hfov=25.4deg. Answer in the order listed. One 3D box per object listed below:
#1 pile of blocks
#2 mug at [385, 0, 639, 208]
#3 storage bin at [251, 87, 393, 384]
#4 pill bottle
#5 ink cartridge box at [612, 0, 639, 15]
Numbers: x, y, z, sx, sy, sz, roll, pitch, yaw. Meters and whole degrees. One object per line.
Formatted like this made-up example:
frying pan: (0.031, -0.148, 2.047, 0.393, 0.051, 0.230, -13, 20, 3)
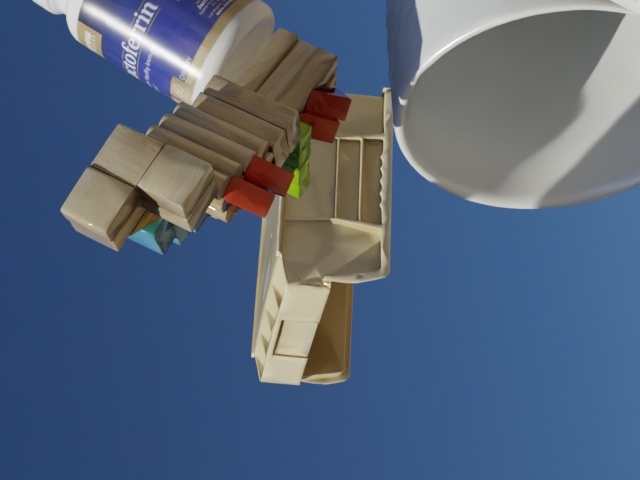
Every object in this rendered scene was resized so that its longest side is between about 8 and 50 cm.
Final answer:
pile of blocks: (-0.069, -0.053, 1.188, 0.362, 0.113, 0.149, -41, -28, -53)
mug: (0.239, -0.250, 1.272, 0.276, 0.374, 0.328, 52, -150, -50)
storage bin: (0.000, 0.000, 1.627, 0.262, 0.123, 0.260, 107, 168, -59)
pill bottle: (-0.200, -0.270, 1.662, 0.153, 0.265, 0.153, -55, -11, -16)
ink cartridge box: (0.133, -0.288, 0.895, 0.117, 0.283, 0.207, -53, -19, -14)
